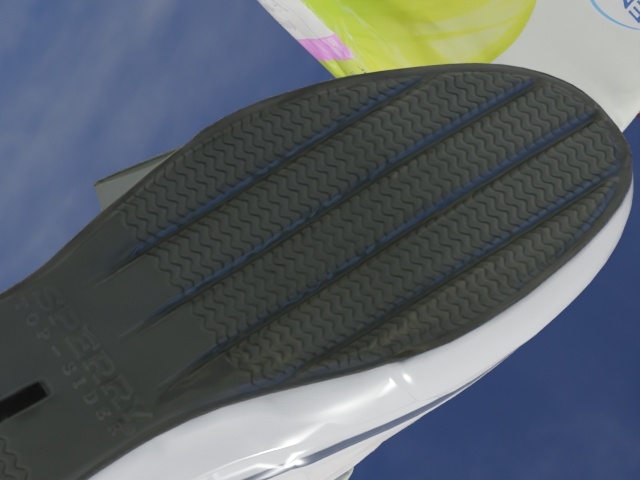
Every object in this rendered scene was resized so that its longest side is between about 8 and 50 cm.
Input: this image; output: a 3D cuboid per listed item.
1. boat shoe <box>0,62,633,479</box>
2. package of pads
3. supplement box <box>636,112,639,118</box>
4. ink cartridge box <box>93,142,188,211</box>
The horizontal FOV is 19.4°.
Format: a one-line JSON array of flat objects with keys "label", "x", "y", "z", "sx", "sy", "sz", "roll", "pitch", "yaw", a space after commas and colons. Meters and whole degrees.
[{"label": "boat shoe", "x": -0.031, "y": 0.031, "z": 0.443, "sx": 0.083, "sy": 0.226, "sz": 0.076, "roll": 59, "pitch": -16, "yaw": 27}, {"label": "package of pads", "x": 0.083, "y": -0.178, "z": 1.062, "sx": 0.229, "sy": 0.296, "sz": 0.101, "roll": -49, "pitch": -161, "yaw": -4}, {"label": "supplement box", "x": 0.250, "y": -0.126, "z": 1.258, "sx": 0.073, "sy": 0.239, "sz": 0.130, "roll": -60, "pitch": 170, "yaw": -15}, {"label": "ink cartridge box", "x": 0.000, "y": 0.000, "z": 1.495, "sx": 0.197, "sy": 0.270, "sz": 0.198, "roll": -16, "pitch": -91, "yaw": 44}]
